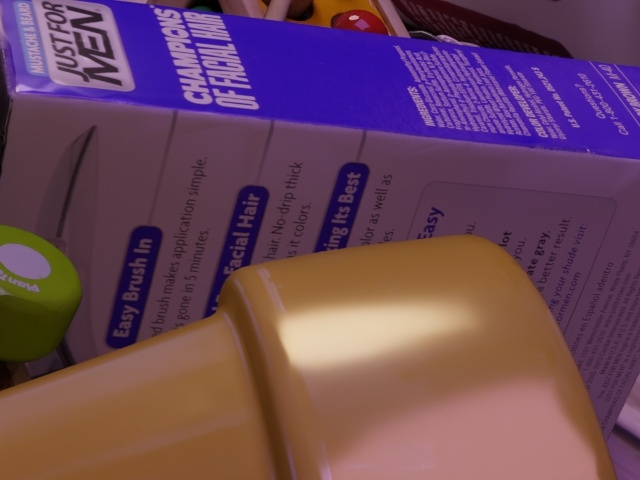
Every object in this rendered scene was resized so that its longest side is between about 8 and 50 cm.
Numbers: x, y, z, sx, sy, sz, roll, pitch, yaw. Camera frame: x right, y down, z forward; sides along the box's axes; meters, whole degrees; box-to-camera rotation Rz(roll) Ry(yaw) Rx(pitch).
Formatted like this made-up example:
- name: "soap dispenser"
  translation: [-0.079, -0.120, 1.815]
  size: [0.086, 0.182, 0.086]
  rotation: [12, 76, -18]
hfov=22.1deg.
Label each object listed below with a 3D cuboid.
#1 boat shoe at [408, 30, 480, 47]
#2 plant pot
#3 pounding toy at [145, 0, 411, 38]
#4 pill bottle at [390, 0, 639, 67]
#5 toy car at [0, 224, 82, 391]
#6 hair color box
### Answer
- name: "boat shoe"
  translation: [0.046, -0.089, 1.046]
  size: [0.335, 0.095, 0.112]
  rotation: [-15, 42, -42]
- name: "plant pot"
  translation: [-0.050, 0.135, 0.493]
  size: [0.239, 0.254, 0.254]
  rotation: [-7, 34, -8]
- name: "pounding toy"
  translation: [-0.020, -0.111, 0.872]
  size: [0.141, 0.100, 0.130]
  rotation: [2, 50, -39]
- name: "pill bottle"
  translation: [0.194, -0.219, 1.138]
  size: [0.224, 0.224, 0.392]
  rotation: [-9, 26, -37]
- name: "toy car"
  translation: [-0.206, 0.053, 0.579]
  size: [0.149, 0.155, 0.188]
  rotation: [41, 27, 22]
- name: "hair color box"
  translation: [0.000, 0.000, 0.781]
  size: [0.338, 0.185, 0.110]
  rotation: [4, 34, -22]
